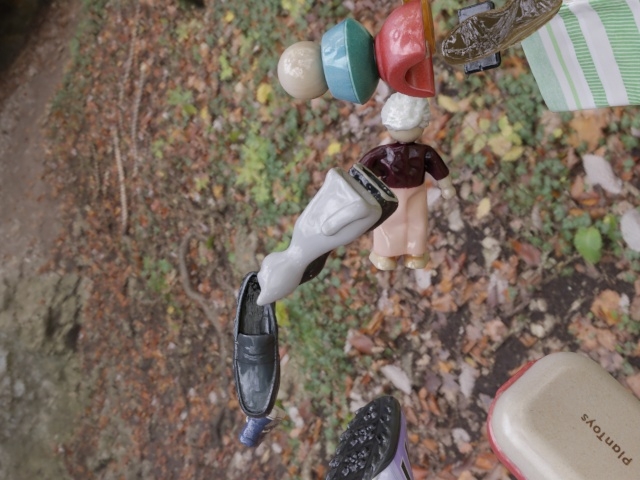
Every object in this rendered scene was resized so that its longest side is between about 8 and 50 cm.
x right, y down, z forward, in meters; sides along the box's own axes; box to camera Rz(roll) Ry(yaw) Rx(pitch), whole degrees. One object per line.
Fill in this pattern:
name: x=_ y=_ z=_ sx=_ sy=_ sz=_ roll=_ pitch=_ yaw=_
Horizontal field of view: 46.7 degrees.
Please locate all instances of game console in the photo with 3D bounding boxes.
game console: x=0.297 y=-0.374 z=1.390 sx=0.107 sy=0.071 sz=0.122 roll=-5 pitch=94 yaw=41

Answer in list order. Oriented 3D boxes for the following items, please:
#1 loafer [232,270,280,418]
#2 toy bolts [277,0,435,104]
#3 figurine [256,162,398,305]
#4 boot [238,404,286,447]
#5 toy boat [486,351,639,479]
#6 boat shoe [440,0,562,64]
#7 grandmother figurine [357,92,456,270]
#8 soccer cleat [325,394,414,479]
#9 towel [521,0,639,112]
loafer: x=-0.101 y=0.156 z=1.126 sx=0.076 sy=0.078 sz=0.223 roll=-2 pitch=77 yaw=4
toy bolts: x=0.037 y=-0.234 z=0.804 sx=0.158 sy=0.218 sz=0.229 roll=-7 pitch=63 yaw=13
figurine: x=0.000 y=0.000 z=1.042 sx=0.209 sy=0.092 sz=0.215 roll=-48 pitch=-6 yaw=16
boot: x=-0.122 y=0.365 z=1.482 sx=0.086 sy=0.069 sz=0.190 roll=-59 pitch=-11 yaw=-9
toy boat: x=0.276 y=0.241 z=0.774 sx=0.151 sy=0.151 sz=0.231 roll=-34 pitch=66 yaw=-23
boat shoe: x=0.195 y=-0.224 z=0.788 sx=0.135 sy=0.045 sz=0.050 roll=-23 pitch=78 yaw=23
grandmother figurine: x=0.149 y=-0.113 z=1.389 sx=0.104 sy=0.207 sz=0.343 roll=-123 pitch=31 yaw=-59
soccer cleat: x=0.075 y=0.332 z=0.870 sx=0.108 sy=0.116 sz=0.318 roll=-38 pitch=26 yaw=34
towel: x=0.530 y=-0.362 z=1.437 sx=0.038 sy=0.248 sz=0.324 roll=-41 pitch=23 yaw=-22
